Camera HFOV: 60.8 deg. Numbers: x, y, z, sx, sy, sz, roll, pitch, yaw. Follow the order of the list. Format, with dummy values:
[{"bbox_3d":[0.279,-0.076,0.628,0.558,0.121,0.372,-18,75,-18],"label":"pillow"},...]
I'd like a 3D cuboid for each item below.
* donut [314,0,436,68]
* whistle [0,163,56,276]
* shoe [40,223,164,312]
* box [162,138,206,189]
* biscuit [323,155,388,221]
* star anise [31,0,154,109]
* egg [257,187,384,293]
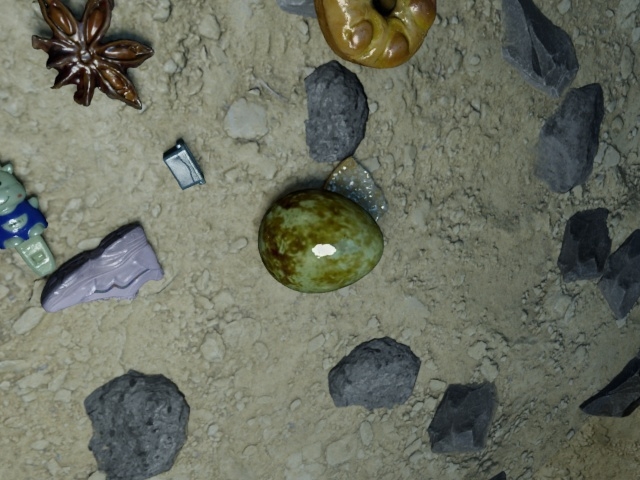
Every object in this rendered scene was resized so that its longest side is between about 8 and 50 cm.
[{"bbox_3d":[0.121,-0.542,1.197,0.299,0.150,0.317,22,93,-30],"label":"donut"},{"bbox_3d":[-0.576,-0.038,1.024,0.110,0.092,0.244,-34,116,-26],"label":"whistle"},{"bbox_3d":[-0.444,0.082,1.127,0.245,0.095,0.137,-39,116,-19],"label":"shoe"},{"bbox_3d":[-0.290,-0.157,1.151,0.054,0.074,0.099,-28,116,-2],"label":"box"},{"bbox_3d":[0.083,-0.082,1.376,0.188,0.040,0.265,-5,108,-25],"label":"biscuit"},{"bbox_3d":[-0.422,-0.359,1.012,0.214,0.099,0.219,-7,103,-40],"label":"star anise"},{"bbox_3d":[0.000,0.000,1.221,0.238,0.290,0.237,-3,90,-64],"label":"egg"}]
